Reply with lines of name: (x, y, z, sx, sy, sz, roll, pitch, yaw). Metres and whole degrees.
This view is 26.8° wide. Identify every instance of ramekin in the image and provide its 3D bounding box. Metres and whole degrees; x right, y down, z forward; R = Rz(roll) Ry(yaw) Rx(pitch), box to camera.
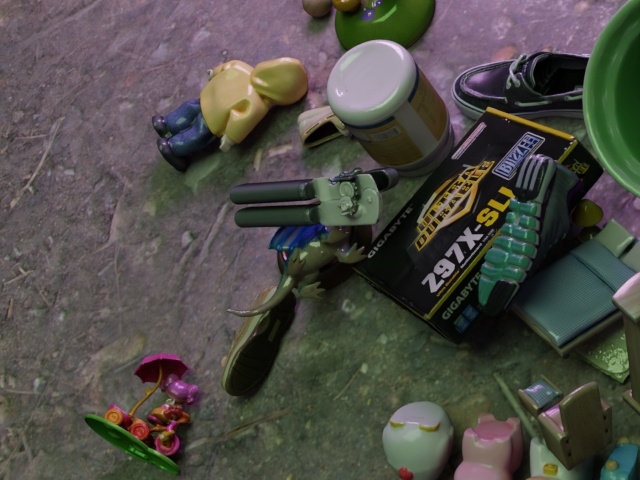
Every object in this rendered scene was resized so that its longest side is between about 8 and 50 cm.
ramekin: (0.516, -0.192, 1.783, 0.303, 0.148, 0.304, 2, 93, 40)

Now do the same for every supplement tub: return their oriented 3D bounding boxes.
supplement tub: (0.111, -0.197, 2.056, 0.144, 0.200, 0.144, -14, 57, 23)

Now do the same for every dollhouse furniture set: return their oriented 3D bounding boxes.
dollhouse furniture set: (0.328, 0.069, 1.714, 0.286, 0.198, 0.303, -30, 43, -12)

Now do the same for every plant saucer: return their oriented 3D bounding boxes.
plant saucer: (0.000, 0.000, 2.120, 0.168, 0.029, 0.169, -13, 58, 23)

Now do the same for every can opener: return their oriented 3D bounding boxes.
can opener: (-0.011, -0.057, 1.977, 0.280, 0.093, 0.074, -3, 100, 37)

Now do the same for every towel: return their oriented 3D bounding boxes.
towel: (0.381, 0.119, 1.829, 0.148, 0.027, 0.110, 29, 80, 38)

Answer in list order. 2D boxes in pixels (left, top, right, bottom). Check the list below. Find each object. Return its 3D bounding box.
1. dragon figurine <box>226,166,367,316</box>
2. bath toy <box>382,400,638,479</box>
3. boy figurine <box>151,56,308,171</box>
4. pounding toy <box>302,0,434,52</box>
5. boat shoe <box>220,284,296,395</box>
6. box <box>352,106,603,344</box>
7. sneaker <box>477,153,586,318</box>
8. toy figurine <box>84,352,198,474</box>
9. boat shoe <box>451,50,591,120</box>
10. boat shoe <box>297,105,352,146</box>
dragon figurine: (-0.020, 0.015, 2.033, 0.289, 0.085, 0.144, -43, 24, 3)
bath toy: (0.237, 0.308, 1.751, 0.348, 0.129, 0.151, 9, 24, 32)
boy figurine: (-0.153, -0.237, 2.305, 0.285, 0.092, 0.177, -29, 52, 12)
pounding toy: (0.073, -0.421, 2.264, 0.183, 0.110, 0.237, -47, 51, -1)
boat shoe: (-0.106, 0.155, 2.079, 0.072, 0.068, 0.190, 6, 56, 46)
box: (0.217, -0.028, 1.917, 0.322, 0.079, 0.257, -49, 28, -2)
sneaker: (0.285, 0.004, 1.767, 0.083, 0.098, 0.224, 30, 102, 60)
toy figurine: (-0.250, 0.253, 2.082, 0.173, 0.130, 0.159, 26, 67, 16)
boat shoe: (0.324, -0.237, 2.016, 0.301, 0.102, 0.108, 9, 69, 34)
boat shoe: (0.038, -0.195, 2.191, 0.170, 0.063, 0.059, -20, 57, 31)
